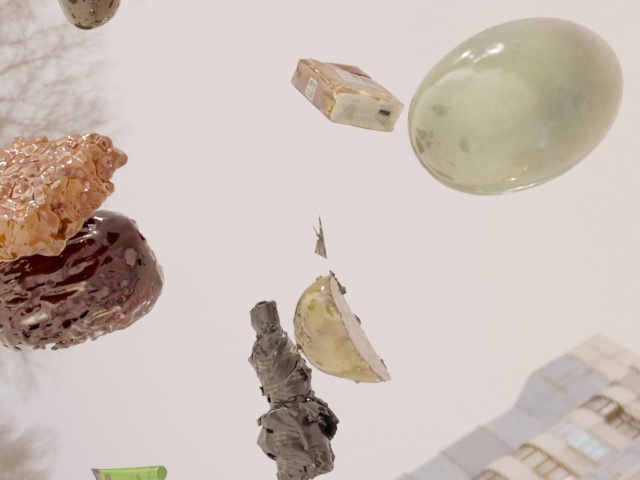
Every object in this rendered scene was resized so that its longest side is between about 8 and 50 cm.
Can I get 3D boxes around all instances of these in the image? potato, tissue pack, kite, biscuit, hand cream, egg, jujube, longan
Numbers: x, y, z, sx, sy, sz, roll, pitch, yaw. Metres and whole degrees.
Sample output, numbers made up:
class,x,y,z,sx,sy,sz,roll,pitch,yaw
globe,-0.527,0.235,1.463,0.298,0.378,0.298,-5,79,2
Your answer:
class,x,y,z,sx,sy,sz,roll,pitch,yaw
potato,0.014,0.137,1.223,0.172,0.089,0.101,62,11,-21
tissue pack,0.056,-0.330,2.236,0.226,0.183,0.092,53,-52,50
kite,0.000,0.000,1.930,0.122,0.004,0.090,95,-22,-47
biscuit,-0.541,-0.079,1.787,0.318,0.312,0.111,3,-50,29
hand cream,-0.267,0.328,1.378,0.122,0.023,0.036,-12,-71,30
egg,0.304,-0.208,1.543,0.258,0.352,0.259,160,-90,-78
jujube,-0.494,0.079,1.982,0.258,0.376,0.258,37,-44,47
longan,-0.325,-0.350,1.388,0.113,0.092,0.113,-172,-90,-74

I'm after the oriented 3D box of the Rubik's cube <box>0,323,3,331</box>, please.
class,x,y,z,sx,sy,sz,roll,pitch,yaw
Rubik's cube,-0.651,0.231,1.735,0.211,0.190,0.178,48,-44,40

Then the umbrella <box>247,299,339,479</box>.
class,x,y,z,sx,sy,sz,roll,pitch,yaw
umbrella,-0.076,0.287,1.844,0.337,0.154,0.128,62,2,9
